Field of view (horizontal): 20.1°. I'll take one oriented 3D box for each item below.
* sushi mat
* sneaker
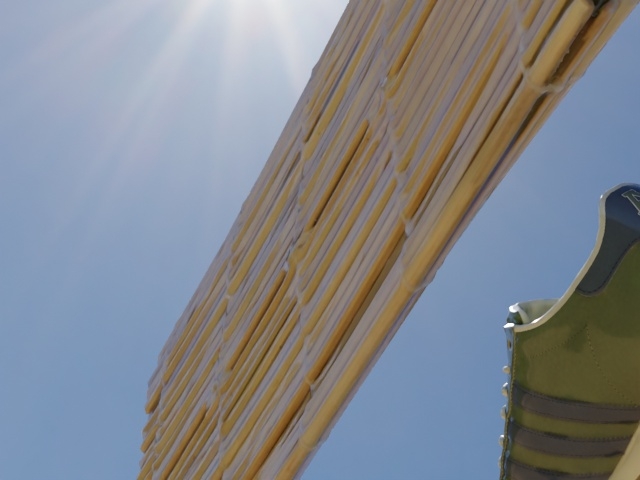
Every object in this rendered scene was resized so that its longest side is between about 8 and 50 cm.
[{"bbox_3d":[0.000,0.000,0.507,0.019,0.151,0.316,14,-44,-16],"label":"sushi mat"},{"bbox_3d":[0.100,0.059,0.678,0.086,0.064,0.192,53,-44,27],"label":"sneaker"}]
